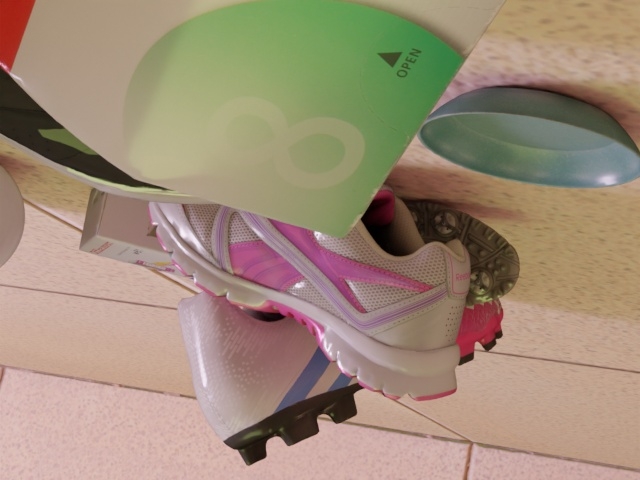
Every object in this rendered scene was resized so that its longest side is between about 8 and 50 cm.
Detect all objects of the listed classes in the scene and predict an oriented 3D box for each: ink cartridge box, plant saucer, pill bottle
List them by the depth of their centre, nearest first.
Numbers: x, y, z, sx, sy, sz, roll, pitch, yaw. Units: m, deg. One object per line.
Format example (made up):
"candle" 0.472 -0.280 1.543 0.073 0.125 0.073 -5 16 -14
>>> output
"ink cartridge box" -0.056 -0.099 0.452 0.225 0.056 0.181 14 138 -18
"plant saucer" 0.111 -0.055 0.754 0.119 0.021 0.119 12 169 2
"ink cartridge box" -0.120 -0.006 1.125 0.122 0.052 0.088 16 167 -15
"pill bottle" -0.304 -0.010 1.156 0.103 0.103 0.184 16 167 -21

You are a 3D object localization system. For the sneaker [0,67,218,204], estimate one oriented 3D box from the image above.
"sneaker" -0.104 -0.089 0.591 0.296 0.104 0.147 19 171 -15

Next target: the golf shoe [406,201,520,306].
"golf shoe" 0.067 0.004 1.014 0.176 0.069 0.086 11 -174 30

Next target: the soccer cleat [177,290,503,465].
"soccer cleat" 0.026 0.055 1.111 0.116 0.143 0.331 -29 173 39

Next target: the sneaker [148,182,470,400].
"sneaker" 0.000 0.000 0.949 0.252 0.111 0.103 29 -164 23
